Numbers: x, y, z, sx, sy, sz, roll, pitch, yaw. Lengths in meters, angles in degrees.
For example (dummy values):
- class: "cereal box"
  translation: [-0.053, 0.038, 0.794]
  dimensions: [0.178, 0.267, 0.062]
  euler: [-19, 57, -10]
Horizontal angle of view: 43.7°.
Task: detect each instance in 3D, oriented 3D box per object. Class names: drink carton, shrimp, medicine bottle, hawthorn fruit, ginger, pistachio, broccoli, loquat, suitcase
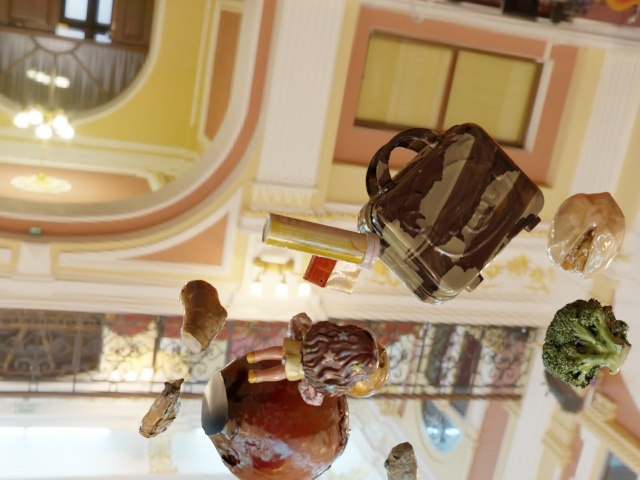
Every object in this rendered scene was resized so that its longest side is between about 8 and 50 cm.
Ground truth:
- class: "drink carton"
  translation: [0.035, 0.077, 2.042]
  dimensions: [0.071, 0.096, 0.223]
  euler: [24, 180, 21]
- class: "shrimp"
  translation: [-0.318, 0.339, 1.627]
  dimensions: [0.091, 0.184, 0.043]
  euler: [-15, -127, -43]
- class: "medicine bottle"
  translation: [0.000, 0.000, 1.522]
  dimensions: [0.218, 0.074, 0.074]
  euler: [12, -166, -14]
- class: "hawthorn fruit"
  translation: [-0.096, 0.362, 1.624]
  dimensions: [0.316, 0.315, 0.316]
  euler: [9, -165, -2]
- class: "ginger"
  translation: [-0.237, 0.143, 1.573]
  dimensions: [0.069, 0.095, 0.190]
  euler: [40, -162, -38]
- class: "pistachio"
  translation: [0.562, -0.007, 1.701]
  dimensions: [0.157, 0.229, 0.157]
  euler: [1, -127, -1]
- class: "broccoli"
  translation: [0.523, 0.203, 1.564]
  dimensions: [0.156, 0.195, 0.195]
  euler: [21, -161, 36]
- class: "loquat"
  translation: [0.090, 0.278, 1.766]
  dimensions: [0.141, 0.141, 0.141]
  euler: [9, -165, -2]
- class: "suitcase"
  translation: [0.249, -0.078, 1.672]
  dimensions: [0.339, 0.351, 0.194]
  euler: [47, 162, 0]

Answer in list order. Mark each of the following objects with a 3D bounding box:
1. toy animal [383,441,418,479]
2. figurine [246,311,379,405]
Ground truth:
- class: "toy animal"
  translation: [0.172, 0.565, 1.804]
  dimensions: [0.079, 0.252, 0.070]
  euler: [25, -159, 35]
- class: "figurine"
  translation: [-0.011, 0.213, 1.438]
  dimensions: [0.240, 0.174, 0.116]
  euler: [-10, 173, 20]
